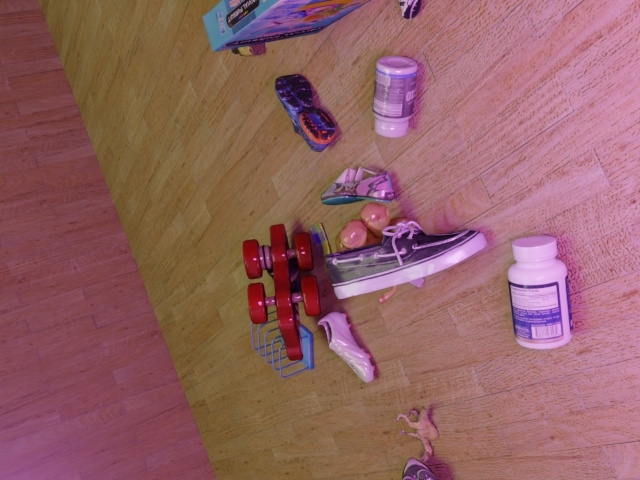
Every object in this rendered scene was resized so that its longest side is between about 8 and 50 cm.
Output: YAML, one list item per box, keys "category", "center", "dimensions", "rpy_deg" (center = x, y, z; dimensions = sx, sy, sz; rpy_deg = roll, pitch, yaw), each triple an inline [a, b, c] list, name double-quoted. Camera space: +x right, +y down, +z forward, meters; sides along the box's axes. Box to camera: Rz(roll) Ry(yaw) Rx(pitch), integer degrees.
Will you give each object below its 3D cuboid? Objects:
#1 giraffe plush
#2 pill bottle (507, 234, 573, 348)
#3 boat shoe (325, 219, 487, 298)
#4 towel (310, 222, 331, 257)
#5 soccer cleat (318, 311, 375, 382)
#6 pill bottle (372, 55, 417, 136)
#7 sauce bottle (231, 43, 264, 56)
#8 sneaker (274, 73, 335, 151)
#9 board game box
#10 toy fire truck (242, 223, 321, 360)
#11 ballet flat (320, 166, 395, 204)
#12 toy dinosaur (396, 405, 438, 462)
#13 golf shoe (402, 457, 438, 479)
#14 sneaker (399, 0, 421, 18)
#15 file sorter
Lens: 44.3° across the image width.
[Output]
- category: "giraffe plush"
  center: [0.103, 0.014, 1.645]
  dimensions: [0.210, 0.181, 0.170]
  rpy_deg: [45, 176, -26]
- category: "pill bottle"
  center: [0.353, 0.081, 1.271]
  dimensions: [0.094, 0.094, 0.169]
  rpy_deg: [13, 117, 58]
- category: "boat shoe"
  center: [0.151, 0.018, 1.456]
  dimensions: [0.306, 0.113, 0.104]
  rpy_deg: [-18, 94, 30]
- category: "towel"
  center: [0.000, 0.000, 1.938]
  dimensions: [0.060, 0.010, 0.083]
  rpy_deg: [-14, 93, 62]
- category: "soccer cleat"
  center: [0.061, 0.264, 1.907]
  dimensions: [0.196, 0.076, 0.068]
  rpy_deg: [61, 150, 20]
- category: "pill bottle"
  center: [0.138, -0.268, 1.473]
  dimensions: [0.078, 0.078, 0.137]
  rpy_deg: [41, 139, 44]
- category: "sauce bottle"
  center: [-0.185, -0.479, 1.962]
  dimensions: [0.128, 0.042, 0.042]
  rpy_deg: [16, 119, 55]
- category: "sneaker"
  center: [-0.045, -0.288, 1.788]
  dimensions: [0.221, 0.083, 0.087]
  rpy_deg: [62, 158, 25]
- category: "board game box"
  center: [-0.044, -0.459, 1.502]
  dimensions: [0.336, 0.254, 0.079]
  rpy_deg: [-8, 99, 62]
- category: "toy fire truck"
  center: [-0.090, 0.126, 1.992]
  dimensions: [0.253, 0.170, 0.302]
  rpy_deg: [83, 179, -58]
- category: "ballet flat"
  center: [0.080, -0.117, 1.680]
  dimensions: [0.222, 0.077, 0.079]
  rpy_deg: [0, 87, 56]
- category: "toy dinosaur"
  center: [0.222, 0.408, 1.750]
  dimensions: [0.093, 0.053, 0.183]
  rpy_deg: [21, 133, 37]
- category: "golf shoe"
  center: [0.256, 0.615, 1.767]
  dimensions: [0.120, 0.105, 0.272]
  rpy_deg: [-101, -7, -79]
- category: "sneaker"
  center: [0.165, -0.439, 1.370]
  dimensions: [0.109, 0.040, 0.043]
  rpy_deg: [-55, 47, 50]
- category: "file sorter"
  center: [-0.109, 0.285, 2.191]
  dimensions: [0.170, 0.105, 0.118]
  rpy_deg: [35, 134, 49]
